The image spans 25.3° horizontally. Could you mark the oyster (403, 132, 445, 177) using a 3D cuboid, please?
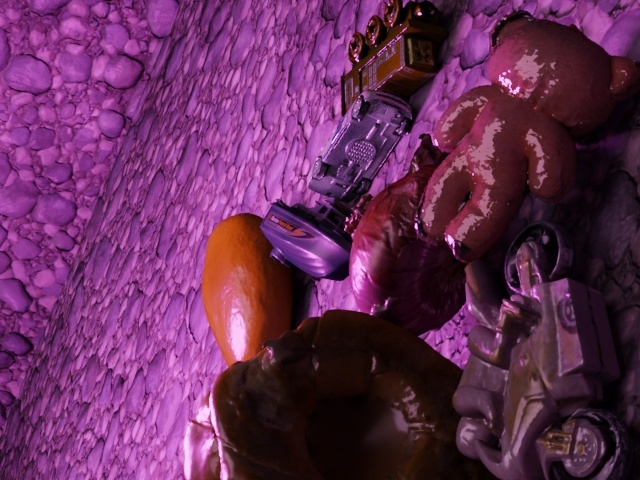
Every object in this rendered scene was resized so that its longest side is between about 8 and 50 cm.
[{"bbox_3d":[0.133,-0.047,2.003,0.191,0.081,0.163,-64,-4,19],"label":"oyster"}]

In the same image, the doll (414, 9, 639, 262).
[{"bbox_3d":[0.233,-0.108,1.666,0.201,0.156,0.303,34,94,33],"label":"doll"}]

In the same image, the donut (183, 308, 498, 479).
[{"bbox_3d":[0.022,0.249,1.654,0.170,0.360,0.360,109,166,-54],"label":"donut"}]

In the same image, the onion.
[{"bbox_3d":[0.104,0.009,1.794,0.163,0.230,0.230,16,89,28],"label":"onion"}]

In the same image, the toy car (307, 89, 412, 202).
[{"bbox_3d":[0.060,-0.154,2.224,0.224,0.090,0.076,-55,23,38],"label":"toy car"}]

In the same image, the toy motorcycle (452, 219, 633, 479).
[{"bbox_3d":[0.226,0.148,1.555,0.223,0.108,0.341,-39,45,38],"label":"toy motorcycle"}]

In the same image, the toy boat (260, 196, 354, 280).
[{"bbox_3d":[0.001,-0.003,2.223,0.122,0.114,0.296,-54,21,-6],"label":"toy boat"}]

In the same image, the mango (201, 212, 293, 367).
[{"bbox_3d":[-0.118,0.087,2.426,0.195,0.142,0.331,-64,30,34],"label":"mango"}]

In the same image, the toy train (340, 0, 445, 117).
[{"bbox_3d":[0.111,-0.279,2.204,0.225,0.090,0.137,-37,48,56],"label":"toy train"}]
